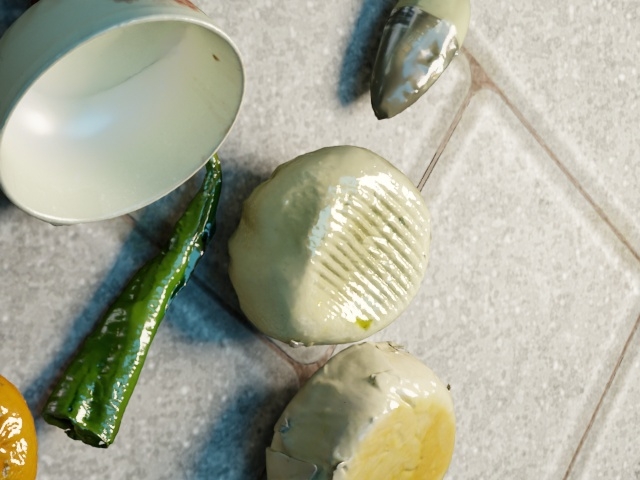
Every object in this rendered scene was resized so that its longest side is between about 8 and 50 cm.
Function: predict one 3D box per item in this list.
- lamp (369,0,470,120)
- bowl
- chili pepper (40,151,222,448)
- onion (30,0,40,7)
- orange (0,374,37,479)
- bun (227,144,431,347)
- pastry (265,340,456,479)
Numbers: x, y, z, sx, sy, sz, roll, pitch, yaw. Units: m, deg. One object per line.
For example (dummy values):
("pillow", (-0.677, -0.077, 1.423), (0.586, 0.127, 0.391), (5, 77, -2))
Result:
("lamp", (0.128, -0.258, 1.882), (0.101, 0.101, 0.250), (44, 67, -33))
("bowl", (-0.227, -0.161, 1.513), (0.277, 0.145, 0.277), (-24, 149, -16))
("chili pepper", (-0.193, 0.055, 1.639), (0.085, 0.076, 0.359), (25, 71, -2))
("onion", (-0.272, -0.315, 1.528), (0.173, 0.198, 0.135), (4, 49, -26))
("orange", (-0.363, 0.206, 1.440), (0.193, 0.161, 0.193), (-6, 99, -37))
("bun", (0.000, 0.000, 1.750), (0.259, 0.160, 0.259), (-20, 121, -36))
("pastry", (0.054, 0.244, 1.787), (0.265, 0.133, 0.265), (-27, 134, -32))
